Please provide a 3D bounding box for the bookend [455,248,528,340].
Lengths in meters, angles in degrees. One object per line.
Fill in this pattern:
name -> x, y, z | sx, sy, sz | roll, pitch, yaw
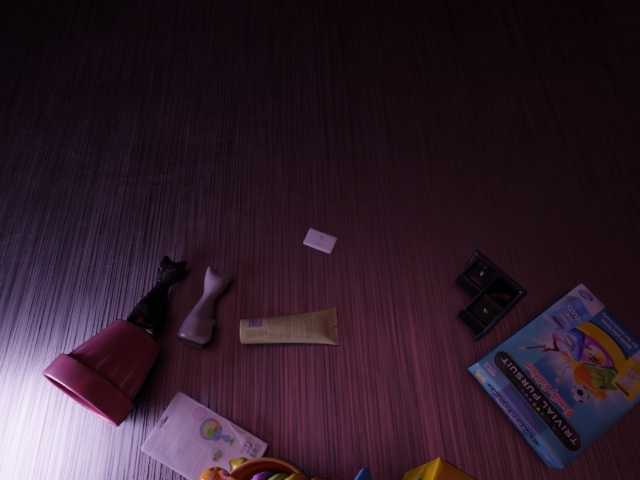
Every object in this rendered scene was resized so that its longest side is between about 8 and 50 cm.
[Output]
bookend -> 0.390, 0.134, 1.044 | 0.156, 0.072, 0.157 | -38, 68, -14

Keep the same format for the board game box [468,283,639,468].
board game box -> 0.558, 0.295, 0.956 | 0.336, 0.079, 0.253 | -32, 67, -12

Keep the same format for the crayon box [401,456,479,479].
crayon box -> 0.145, 0.545, 0.682 | 0.106, 0.362, 0.313 | 23, 61, 15

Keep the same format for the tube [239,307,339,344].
tube -> -0.076, 0.220, 1.040 | 0.241, 0.062, 0.069 | -3, 108, -4

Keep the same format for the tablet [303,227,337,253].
tablet -> 0.000, 0.000, 1.164 | 0.083, 0.006, 0.054 | 21, 67, 12

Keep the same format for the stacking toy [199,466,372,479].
stacking toy -> -0.076, 0.440, 0.682 | 0.302, 0.175, 0.165 | 7, 96, 24

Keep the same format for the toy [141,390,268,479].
toy -> -0.252, 0.457, 0.933 | 0.238, 0.056, 0.136 | 26, 65, 9

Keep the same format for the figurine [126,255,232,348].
figurine -> -0.347, 0.148, 1.072 | 0.215, 0.092, 0.209 | 12, 62, 7

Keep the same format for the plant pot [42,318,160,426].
plant pot -> -0.477, 0.289, 0.961 | 0.202, 0.201, 0.180 | 25, 52, 14

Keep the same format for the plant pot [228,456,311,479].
plant pot -> -0.094, 0.532, 0.816 | 0.205, 0.188, 0.204 | -1, 64, 3
